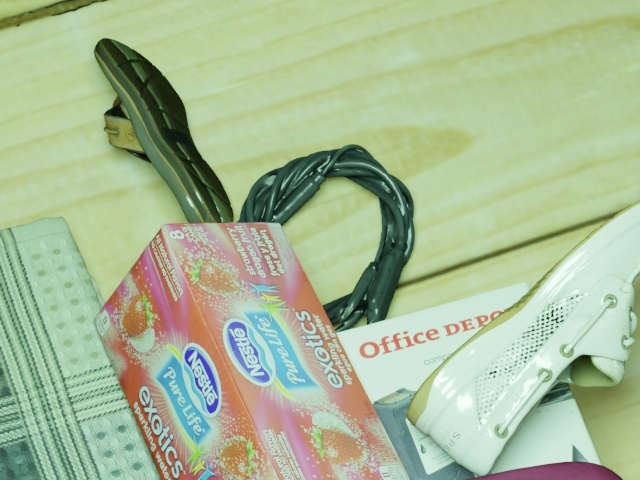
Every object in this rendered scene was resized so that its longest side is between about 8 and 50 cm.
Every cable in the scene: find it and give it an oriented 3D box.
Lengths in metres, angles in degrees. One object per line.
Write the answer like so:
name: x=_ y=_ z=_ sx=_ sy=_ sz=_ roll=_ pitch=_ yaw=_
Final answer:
cable: x=0.000 y=0.000 z=1.524 sx=0.151 sy=0.047 sz=0.184 roll=15 pitch=67 yaw=10

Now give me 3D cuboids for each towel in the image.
towel: x=-0.292 y=0.149 z=1.403 sx=0.312 sy=0.056 sz=0.324 roll=-16 pitch=62 yaw=-17

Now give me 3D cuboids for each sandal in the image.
sandal: x=-0.145 y=-0.085 z=1.543 sx=0.060 sy=0.090 sz=0.219 roll=-37 pitch=69 yaw=17

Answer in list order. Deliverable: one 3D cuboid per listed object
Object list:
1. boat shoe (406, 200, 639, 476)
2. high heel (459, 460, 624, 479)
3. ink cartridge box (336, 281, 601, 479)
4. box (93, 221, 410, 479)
boat shoe: x=0.193 y=0.073 z=1.360 sx=0.277 sy=0.098 sz=0.096 roll=-41 pitch=74 yaw=-13
high heel: x=0.042 y=0.235 z=1.280 sx=0.377 sy=0.181 sz=0.127 roll=-6 pitch=96 yaw=6
ink cartridge box: x=0.117 y=0.171 z=1.411 sx=0.172 sy=0.100 sz=0.237 roll=-15 pitch=66 yaw=-11
box: x=-0.057 y=0.121 z=1.376 sx=0.123 sy=0.128 sz=0.257 roll=0 pitch=51 yaw=-40
